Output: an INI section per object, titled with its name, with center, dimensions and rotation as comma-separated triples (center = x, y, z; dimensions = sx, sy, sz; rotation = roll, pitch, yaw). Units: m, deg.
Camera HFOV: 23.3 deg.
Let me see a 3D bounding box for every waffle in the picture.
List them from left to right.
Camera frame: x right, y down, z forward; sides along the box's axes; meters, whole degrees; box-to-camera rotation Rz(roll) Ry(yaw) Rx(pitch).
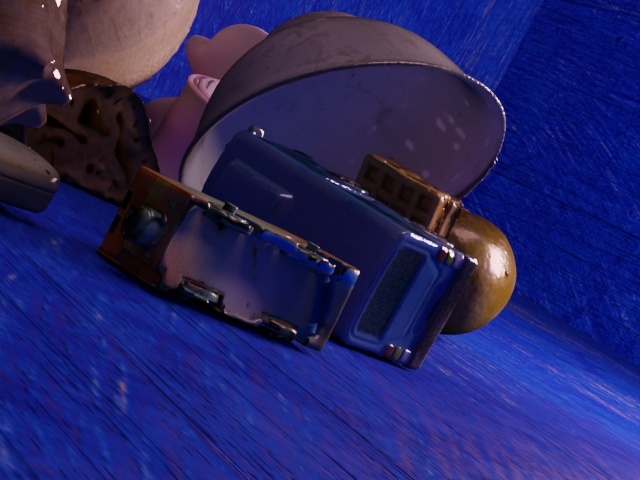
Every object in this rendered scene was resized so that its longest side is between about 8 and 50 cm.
[waffle]
center = 0.059, 0.005, 1.432
dimensions = 0.102, 0.148, 0.042
rotation = 32, 16, 31

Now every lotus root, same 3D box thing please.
[lotus root]
center = -0.210, -0.099, 1.336
dimensions = 0.135, 0.095, 0.159
rotation = 27, -4, 39

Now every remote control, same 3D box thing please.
[remote control]
center = -0.268, -0.072, 0.949
dimensions = 0.098, 0.038, 0.233
rotation = 31, 6, 42

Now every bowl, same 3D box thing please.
[bowl]
center = 0.008, -0.130, 1.485
dimensions = 0.313, 0.313, 0.146
rotation = 24, 43, -48

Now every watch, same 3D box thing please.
[watch]
center = -0.100, -0.120, 1.748
dimensions = 0.248, 0.211, 0.217
rotation = 37, 14, 7

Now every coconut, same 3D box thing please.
[coconut]
center = -0.293, -0.312, 1.662
dimensions = 0.346, 0.346, 0.360
rotation = 28, -15, -9

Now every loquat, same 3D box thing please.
[loquat]
center = 0.136, 0.030, 1.680
dimensions = 0.152, 0.152, 0.195
rotation = 29, 12, 10

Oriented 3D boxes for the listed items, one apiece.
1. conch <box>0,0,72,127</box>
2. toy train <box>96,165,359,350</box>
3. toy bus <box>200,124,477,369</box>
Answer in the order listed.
[conch]
center = -0.266, -0.137, 0.740
dimensions = 0.263, 0.186, 0.324
rotation = 8, 43, -43
[toy train]
center = -0.064, 0.010, 1.054
dimensions = 0.188, 0.072, 0.099
rotation = 25, 6, -41
[toy bus]
center = 0.000, 0.000, 1.309
dimensions = 0.234, 0.116, 0.133
rotation = 33, 9, 39
